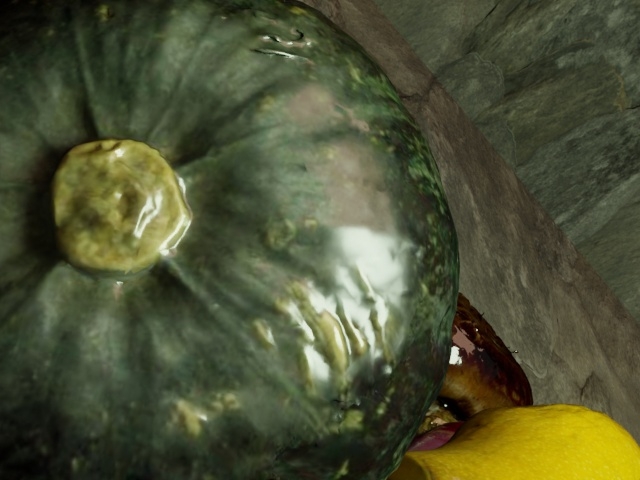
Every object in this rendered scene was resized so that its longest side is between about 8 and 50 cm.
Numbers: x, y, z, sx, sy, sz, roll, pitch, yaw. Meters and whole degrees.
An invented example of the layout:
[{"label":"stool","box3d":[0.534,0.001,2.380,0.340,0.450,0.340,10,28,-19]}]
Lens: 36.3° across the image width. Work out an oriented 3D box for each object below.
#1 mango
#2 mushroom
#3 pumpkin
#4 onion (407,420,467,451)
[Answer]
[{"label":"mango","box3d":[0.171,0.224,0.799,0.359,0.144,0.187,-6,50,-53]},{"label":"mushroom","box3d":[0.188,0.178,1.391,0.297,0.163,0.278,45,25,-21]},{"label":"pumpkin","box3d":[-0.124,0.022,0.720,0.454,0.454,0.344,59,-6,14]},{"label":"onion","box3d":[0.155,0.298,1.158,0.207,0.200,0.201,23,37,-38]}]
